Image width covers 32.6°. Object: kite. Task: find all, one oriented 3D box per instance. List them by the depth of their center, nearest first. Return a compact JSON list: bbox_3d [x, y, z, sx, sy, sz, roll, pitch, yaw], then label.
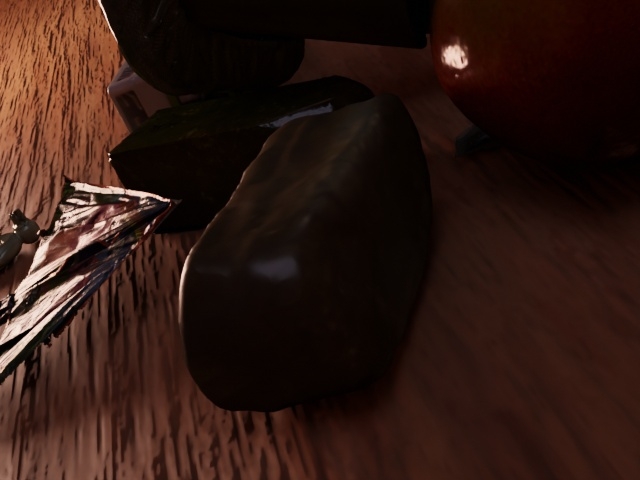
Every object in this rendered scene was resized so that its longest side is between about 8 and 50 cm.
[{"bbox_3d":[-0.195,0.015,0.840,0.234,0.016,0.321,-30,30,26],"label":"kite"}]

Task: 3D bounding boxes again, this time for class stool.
[{"bbox_3d":[-0.017,-0.277,0.830,0.226,0.310,0.310,-7,9,22],"label":"stool"}]

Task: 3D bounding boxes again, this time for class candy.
[{"bbox_3d":[0.000,0.000,0.661,0.104,0.102,0.234,-13,26,26],"label":"candy"}]

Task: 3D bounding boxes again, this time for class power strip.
[{"bbox_3d":[-0.296,0.005,1.000,0.083,0.035,0.055,-39,28,-21],"label":"power strip"}]

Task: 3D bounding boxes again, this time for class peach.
[{"bbox_3d":[0.162,-0.129,0.678,0.197,0.197,0.197,-21,26,11],"label":"peach"}]

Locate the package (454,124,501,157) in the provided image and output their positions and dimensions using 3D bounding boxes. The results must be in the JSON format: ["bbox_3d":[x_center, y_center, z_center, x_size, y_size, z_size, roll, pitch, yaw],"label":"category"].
[{"bbox_3d":[0.147,-0.085,0.784,0.110,0.015,0.037,-18,26,14],"label":"package"}]

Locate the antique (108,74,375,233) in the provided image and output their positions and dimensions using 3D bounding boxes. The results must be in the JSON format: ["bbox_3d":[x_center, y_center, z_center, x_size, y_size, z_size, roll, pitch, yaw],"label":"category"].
[{"bbox_3d":[-0.053,-0.069,0.859,0.221,0.081,0.080,-6,32,35],"label":"antique"}]

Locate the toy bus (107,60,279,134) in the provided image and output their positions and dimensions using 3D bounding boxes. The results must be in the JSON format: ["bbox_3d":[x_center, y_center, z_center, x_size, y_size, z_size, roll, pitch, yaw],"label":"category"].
[{"bbox_3d":[-0.107,-0.183,1.102,0.139,0.113,0.301,-20,23,12],"label":"toy bus"}]
